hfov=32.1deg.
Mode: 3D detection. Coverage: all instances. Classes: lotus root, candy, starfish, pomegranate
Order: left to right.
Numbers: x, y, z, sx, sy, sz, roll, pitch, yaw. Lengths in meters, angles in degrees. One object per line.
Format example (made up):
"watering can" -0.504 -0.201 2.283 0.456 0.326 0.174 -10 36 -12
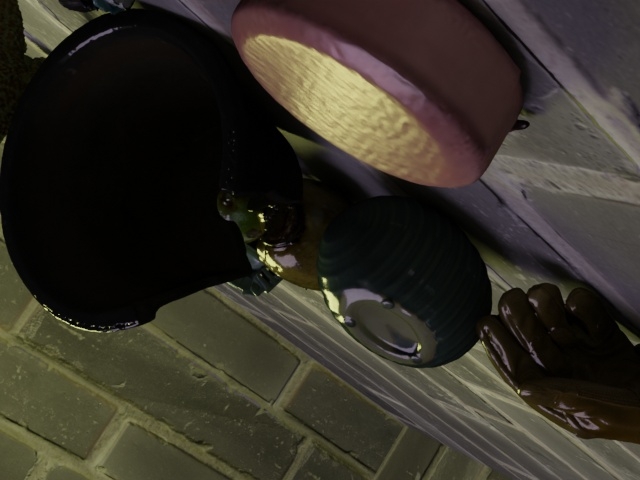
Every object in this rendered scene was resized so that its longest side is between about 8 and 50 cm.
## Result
"starfish" -0.415 -0.199 1.428 0.347 0.358 0.078 2 168 -43
"pomegranate" -0.101 -0.073 1.620 0.169 0.122 0.143 -14 -111 -56
"lotus root" 0.002 -0.001 1.558 0.154 0.154 0.278 28 177 23
"candy" 0.051 -0.136 0.907 0.255 0.094 0.255 31 169 7

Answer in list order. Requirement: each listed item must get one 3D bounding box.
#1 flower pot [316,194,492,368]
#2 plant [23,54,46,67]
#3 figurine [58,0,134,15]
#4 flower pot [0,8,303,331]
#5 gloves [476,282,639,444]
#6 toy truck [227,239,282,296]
"flower pot" 0.103 0.054 1.364 0.243 0.157 0.189 43 138 -22
"plant" -0.439 -0.260 1.871 0.174 0.087 0.085 31 141 -21
"figurine" -0.258 -0.285 1.289 0.106 0.047 0.060 16 -162 37
"flower pot" -0.185 -0.078 1.379 0.379 0.380 0.251 26 -170 32
"gloves" 0.336 0.162 1.308 0.331 0.154 0.141 24 167 6
"toy truck" -0.182 -0.045 1.780 0.338 0.184 0.133 34 171 -5
